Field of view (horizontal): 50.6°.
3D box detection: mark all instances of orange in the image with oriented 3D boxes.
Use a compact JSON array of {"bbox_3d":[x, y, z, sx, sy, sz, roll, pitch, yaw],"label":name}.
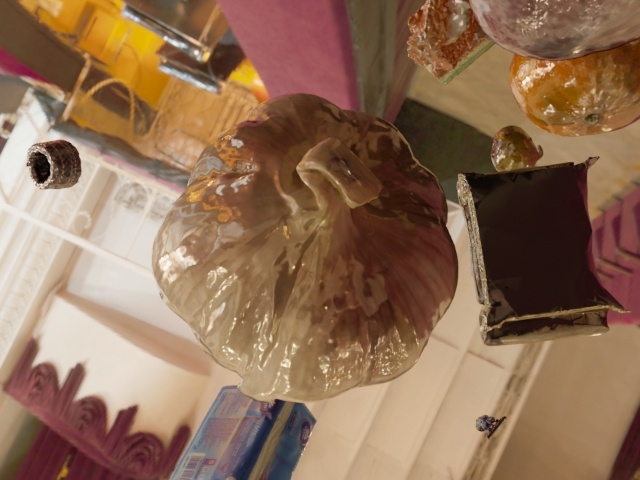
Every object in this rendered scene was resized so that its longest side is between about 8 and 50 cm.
[{"bbox_3d":[0.417,-0.255,1.050,0.240,0.171,0.240,-1,155,-1],"label":"orange"}]

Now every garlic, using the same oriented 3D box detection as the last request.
[{"bbox_3d":[-0.003,0.004,0.688,0.322,0.321,0.241,26,174,-27],"label":"garlic"}]

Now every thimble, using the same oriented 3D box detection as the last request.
[{"bbox_3d":[-0.502,-0.141,1.278,0.104,0.095,0.066,21,-153,36],"label":"thimble"}]

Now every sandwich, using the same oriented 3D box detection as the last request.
[{"bbox_3d":[0.204,-0.328,1.095,0.160,0.185,0.109,-29,-103,-45],"label":"sandwich"}]

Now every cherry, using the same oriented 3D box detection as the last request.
[{"bbox_3d":[0.258,-0.297,0.673,0.230,0.202,0.300,3,171,22],"label":"cherry"}]

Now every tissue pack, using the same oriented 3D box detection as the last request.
[{"bbox_3d":[-0.156,0.431,1.349,0.198,0.263,0.146,-10,125,36],"label":"tissue pack"}]

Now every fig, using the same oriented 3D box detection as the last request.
[{"bbox_3d":[0.344,-0.150,1.170,0.098,0.082,0.084,11,-146,-7],"label":"fig"}]

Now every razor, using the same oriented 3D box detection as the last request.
[{"bbox_3d":[0.269,0.298,1.104,0.028,0.044,0.154,41,172,14],"label":"razor"}]

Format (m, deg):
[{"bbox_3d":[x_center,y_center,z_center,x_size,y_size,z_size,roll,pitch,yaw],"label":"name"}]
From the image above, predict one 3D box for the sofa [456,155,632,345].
[{"bbox_3d":[0.300,0.017,0.978,0.200,0.258,0.182,-8,168,0],"label":"sofa"}]
